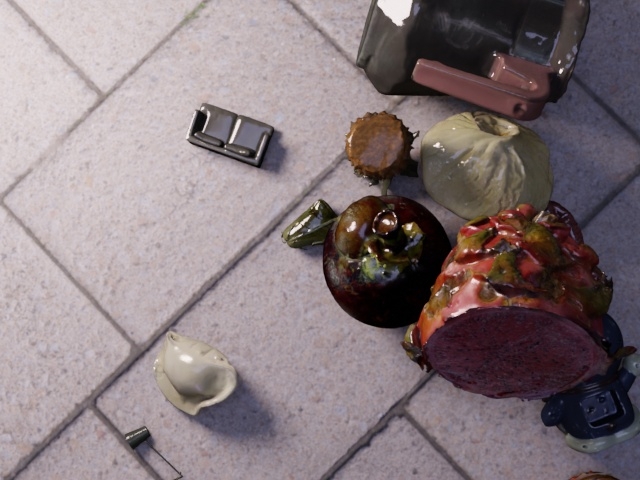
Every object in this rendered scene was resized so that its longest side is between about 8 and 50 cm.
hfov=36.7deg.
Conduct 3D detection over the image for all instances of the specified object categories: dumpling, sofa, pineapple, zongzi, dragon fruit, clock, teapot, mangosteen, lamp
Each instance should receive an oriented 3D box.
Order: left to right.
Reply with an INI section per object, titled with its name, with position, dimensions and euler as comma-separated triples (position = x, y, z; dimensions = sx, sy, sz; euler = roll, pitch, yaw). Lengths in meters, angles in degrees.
[lamp]
position = -0.301, 0.388, 1.740
dimensions = 0.054, 0.041, 0.121
euler = -31, 80, -9
[dumpling]
position = -0.228, 0.249, 1.718
dimensions = 0.169, 0.100, 0.134
euler = 21, 100, 7
[sofa]
position = -0.167, -0.198, 1.775
dimensions = 0.147, 0.060, 0.085
euler = 20, 85, 5
[zongzi]
position = 0.000, 0.000, 1.752
dimensions = 0.109, 0.055, 0.119
euler = -41, 95, 1
[pineapple]
position = 0.104, -0.140, 1.641
dimensions = 0.119, 0.277, 0.130
euler = 13, 90, 9
[mangosteen]
position = 0.113, 0.029, 1.621
dimensions = 0.231, 0.289, 0.231
euler = 0, 81, 2
[teapot]
position = 0.260, -0.345, 1.629
dimensions = 0.361, 0.376, 0.306
euler = 15, 129, -2
[dragon fruit]
position = 0.310, 0.085, 1.546
dimensions = 0.314, 0.296, 0.263
euler = 24, 48, -20
[clock]
position = 0.460, 0.228, 1.658
dimensions = 0.199, 0.146, 0.243
euler = -20, 91, 3

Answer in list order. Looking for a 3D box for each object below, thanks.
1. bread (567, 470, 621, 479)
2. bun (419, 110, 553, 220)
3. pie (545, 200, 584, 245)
[bread]
position = 0.476, 0.476, 1.663
dimensions = 0.160, 0.073, 0.161
euler = 0, 88, 2
[bun]
position = 0.293, -0.131, 1.650
dimensions = 0.243, 0.153, 0.244
euler = 12, 47, -13
[pie]
position = 0.361, 0.028, 1.726
dimensions = 0.218, 0.054, 0.205
euler = -1, 84, 1
